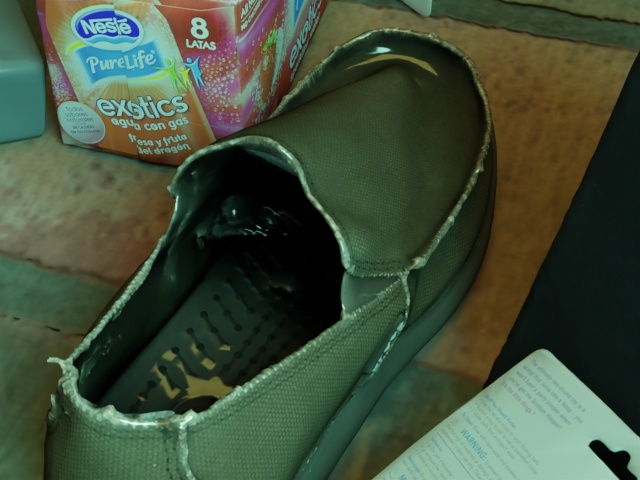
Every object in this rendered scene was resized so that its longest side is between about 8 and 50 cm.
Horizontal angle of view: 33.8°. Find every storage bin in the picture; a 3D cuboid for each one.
[{"bbox_3d":[-0.221,-0.115,0.633,0.091,0.098,0.135,-10,47,-25],"label":"storage bin"}]

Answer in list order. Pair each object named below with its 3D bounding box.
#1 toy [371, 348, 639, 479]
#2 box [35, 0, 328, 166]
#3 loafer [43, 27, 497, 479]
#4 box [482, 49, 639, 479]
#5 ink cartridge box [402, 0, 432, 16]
[{"bbox_3d":[0.024,0.153,0.360,0.237,0.056,0.137,-35,29,-3],"label":"toy"},{"bbox_3d":[-0.066,-0.174,0.662,0.122,0.128,0.257,11,47,10],"label":"box"},{"bbox_3d":[0.000,0.000,0.495,0.133,0.130,0.366,17,48,14],"label":"loafer"},{"bbox_3d":[0.220,0.072,0.295,0.178,0.313,0.343,-2,46,-17],"label":"box"},{"bbox_3d":[0.049,-0.260,0.755,0.067,0.115,0.198,-23,52,-22],"label":"ink cartridge box"}]
